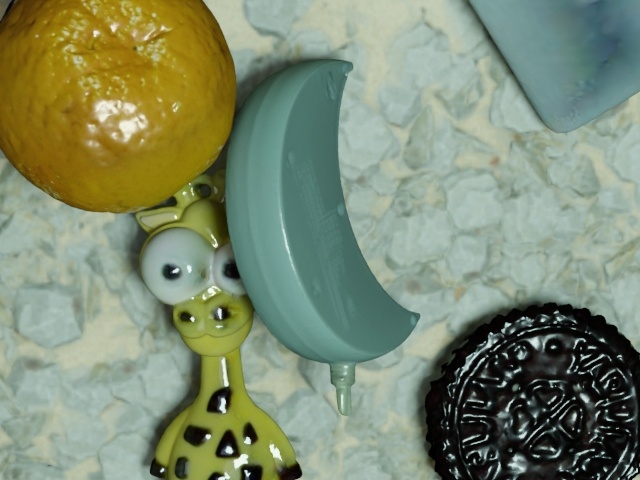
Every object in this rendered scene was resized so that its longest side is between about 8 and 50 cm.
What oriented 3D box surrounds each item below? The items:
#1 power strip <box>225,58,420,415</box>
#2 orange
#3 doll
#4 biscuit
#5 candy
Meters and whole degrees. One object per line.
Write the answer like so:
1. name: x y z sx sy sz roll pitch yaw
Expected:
1. power strip: 0.000 0.000 1.173 0.054 0.167 0.253 -7 102 33
2. orange: -0.146 -0.106 1.118 0.177 0.155 0.177 13 57 -20
3. doll: -0.076 0.092 1.204 0.117 0.086 0.291 -2 101 3
4. biscuit: 0.174 0.141 1.271 0.194 0.053 0.194 -2 100 -10
5. candy: 0.190 -0.177 1.198 0.138 0.071 0.174 -32 115 8
